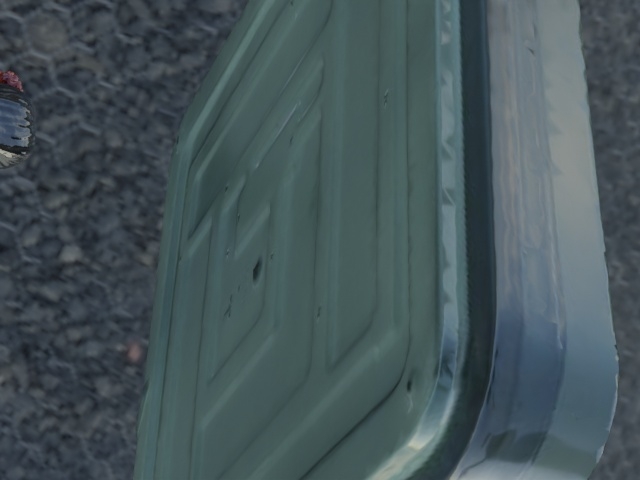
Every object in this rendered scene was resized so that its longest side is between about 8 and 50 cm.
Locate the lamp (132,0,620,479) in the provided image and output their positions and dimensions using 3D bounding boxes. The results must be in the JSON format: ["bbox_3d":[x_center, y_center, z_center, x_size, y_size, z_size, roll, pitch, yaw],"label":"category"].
[{"bbox_3d":[0.000,0.000,0.482,0.047,0.266,0.269,15,53,-17],"label":"lamp"}]

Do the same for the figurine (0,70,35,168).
[{"bbox_3d":[-0.193,-0.071,0.815,0.106,0.047,0.060,12,67,-72],"label":"figurine"}]
